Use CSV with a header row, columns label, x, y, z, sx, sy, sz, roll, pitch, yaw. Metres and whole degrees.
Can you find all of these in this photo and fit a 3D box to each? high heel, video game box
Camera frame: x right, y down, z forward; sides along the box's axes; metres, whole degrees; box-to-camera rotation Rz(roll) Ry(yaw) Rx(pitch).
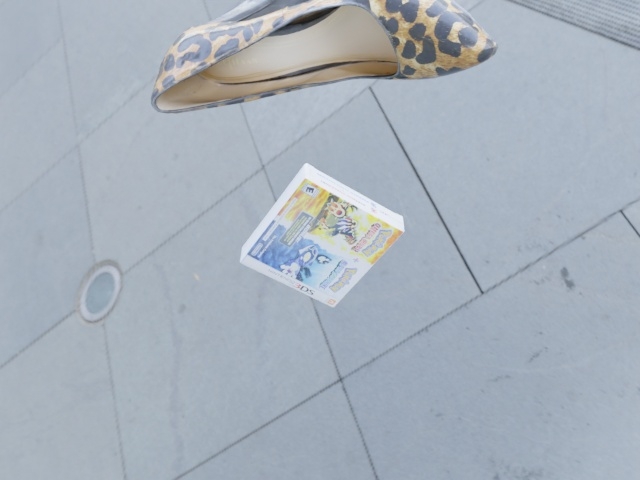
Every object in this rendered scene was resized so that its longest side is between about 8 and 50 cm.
label,x,y,z,sx,sy,sz,roll,pitch,yaw
high heel,-0.011,-0.132,0.529,0.186,0.093,0.261,-44,46,-17
video game box,0.000,0.000,1.091,0.205,0.187,0.048,-50,25,32
